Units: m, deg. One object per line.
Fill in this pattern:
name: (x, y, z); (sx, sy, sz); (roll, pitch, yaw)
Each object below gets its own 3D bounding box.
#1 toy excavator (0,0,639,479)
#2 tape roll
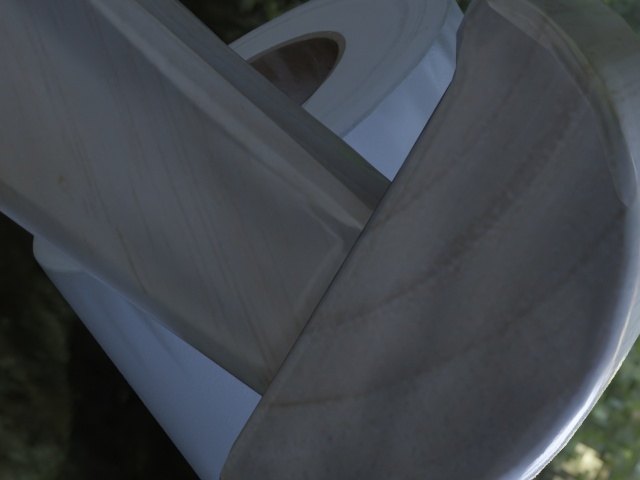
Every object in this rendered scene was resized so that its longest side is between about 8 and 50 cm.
toy excavator: (-0.115, -0.180, 0.434); (0.433, 0.445, 0.222); (8, -166, 16)
tape roll: (0.000, 0.000, 0.917); (0.169, 0.246, 0.246); (57, 179, -22)
